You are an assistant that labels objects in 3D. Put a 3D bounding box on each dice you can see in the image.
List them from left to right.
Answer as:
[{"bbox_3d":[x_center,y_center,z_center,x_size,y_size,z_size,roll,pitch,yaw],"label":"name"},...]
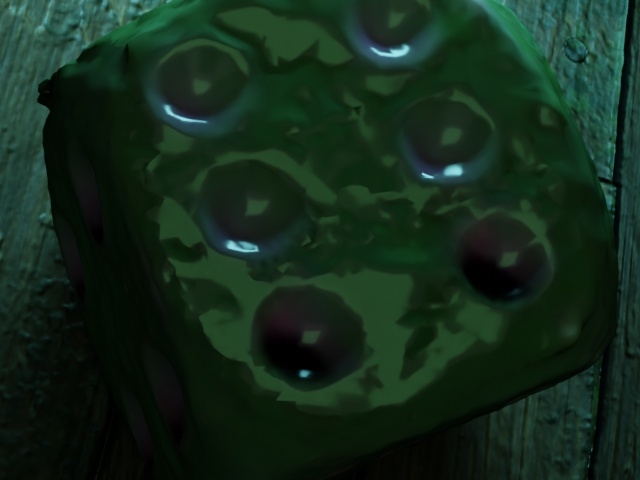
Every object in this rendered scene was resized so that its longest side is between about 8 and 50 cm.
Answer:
[{"bbox_3d":[0.000,0.000,0.919,0.318,0.330,0.322,-19,77,-20],"label":"dice"}]
